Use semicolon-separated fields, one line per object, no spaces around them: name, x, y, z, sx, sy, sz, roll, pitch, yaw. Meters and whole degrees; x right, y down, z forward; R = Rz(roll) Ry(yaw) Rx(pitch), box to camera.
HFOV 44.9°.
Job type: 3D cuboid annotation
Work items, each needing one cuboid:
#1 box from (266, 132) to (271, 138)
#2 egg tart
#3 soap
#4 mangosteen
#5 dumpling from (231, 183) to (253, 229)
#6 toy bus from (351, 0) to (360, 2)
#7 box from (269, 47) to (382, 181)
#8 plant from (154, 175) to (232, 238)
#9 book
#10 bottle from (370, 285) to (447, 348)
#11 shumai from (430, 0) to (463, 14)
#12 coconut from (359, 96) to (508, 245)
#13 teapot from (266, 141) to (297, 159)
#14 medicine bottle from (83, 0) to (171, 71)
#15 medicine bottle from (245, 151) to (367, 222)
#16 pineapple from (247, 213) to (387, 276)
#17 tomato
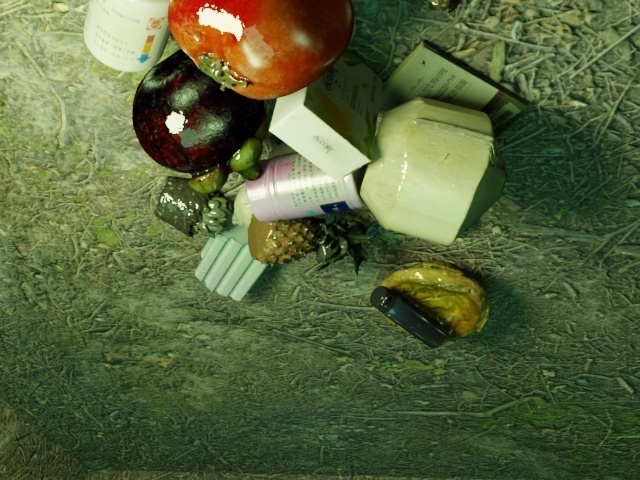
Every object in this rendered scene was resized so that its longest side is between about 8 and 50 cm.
box;-0.243;-0.255;1.888;0.247;0.033;0.129;-21;132;35
egg tart;0.322;0.157;2.200;0.340;0.129;0.341;8;143;6
soap;-0.248;0.050;2.232;0.172;0.095;0.289;21;142;-14
mangosteen;-0.252;-0.264;1.669;0.300;0.301;0.300;7;143;5
dumpling;-0.160;-0.093;2.014;0.199;0.136;0.118;-35;81;51
toy bus;0.052;-0.534;1.427;0.090;0.063;0.203;-4;141;20
box;0.018;-0.282;1.598;0.194;0.261;0.111;34;138;-28
plant;-0.335;-0.087;2.053;0.194;0.129;0.132;23;144;-9
book;0.282;-0.301;1.698;0.289;0.026;0.201;26;141;-19
bottle;0.241;0.209;2.137;0.244;0.082;0.072;36;94;-25
shumai;0.214;-0.544;1.326;0.185;0.184;0.218;44;158;14
coconut;0.247;-0.143;1.657;0.322;0.323;0.323;7;143;5
teapot;-0.050;-0.187;1.879;0.226;0.092;0.145;-18;137;30
medicine bottle;-0.356;-0.481;1.510;0.170;0.170;0.293;22;142;-14
medicine bottle;-0.028;-0.130;1.765;0.253;0.152;0.152;-8;139;19
pineapple;0.001;0.001;1.962;0.364;0.166;0.165;7;147;-27
tomato;-0.105;-0.408;1.419;0.293;0.290;0.325;40;167;-22
